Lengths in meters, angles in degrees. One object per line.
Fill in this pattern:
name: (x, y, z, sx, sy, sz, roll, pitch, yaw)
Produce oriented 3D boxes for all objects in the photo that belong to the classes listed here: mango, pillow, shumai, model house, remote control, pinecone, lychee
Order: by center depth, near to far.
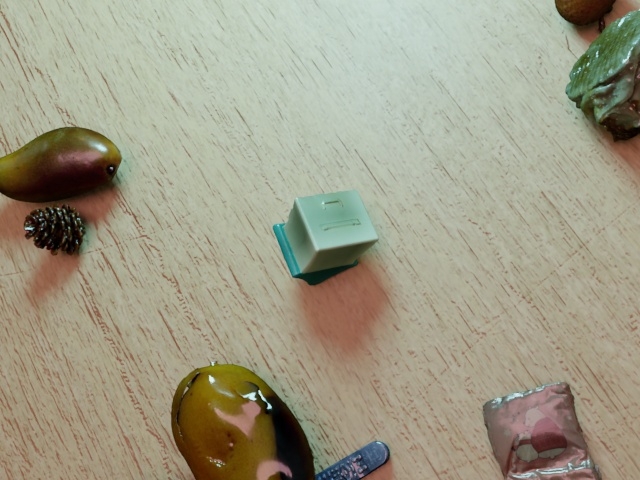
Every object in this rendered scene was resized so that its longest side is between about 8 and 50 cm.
pillow: (0.325, 0.334, 1.065, 0.135, 0.049, 0.248, -20, 75, 13)
shumai: (0.471, -0.238, 1.114, 0.142, 0.184, 0.184, 32, 87, -12)
mango: (-0.118, 0.316, 1.151, 0.201, 0.153, 0.287, -36, 66, 10)
remote control: (0.041, 0.358, 1.162, 0.152, 0.027, 0.043, -33, 75, 9)
lychee: (0.424, -0.383, 1.196, 0.101, 0.140, 0.114, 1, 40, 26)
model house: (0.000, 0.000, 1.217, 0.127, 0.149, 0.100, -9, 64, -31)
pinecone: (-0.487, -0.025, 1.385, 0.102, 0.109, 0.102, -11, 67, 25)
mango: (-0.494, -0.143, 1.416, 0.268, 0.111, 0.133, -10, 89, 14)
